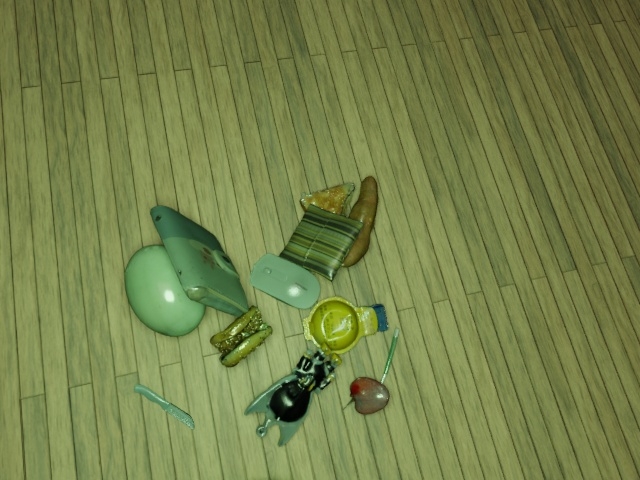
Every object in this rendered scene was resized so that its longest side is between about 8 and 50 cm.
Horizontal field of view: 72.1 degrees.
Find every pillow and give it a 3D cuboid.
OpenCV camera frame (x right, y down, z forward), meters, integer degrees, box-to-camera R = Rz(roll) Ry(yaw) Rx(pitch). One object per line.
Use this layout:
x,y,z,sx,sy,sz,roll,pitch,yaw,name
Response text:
0.000,0.000,1.373,0.208,0.052,0.212,22,74,27,pillow

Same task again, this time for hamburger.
-0.220,0.278,1.272,0.113,0.185,0.177,48,111,11,hamburger

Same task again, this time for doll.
-0.072,0.432,1.268,0.316,0.103,0.145,-45,127,-10,doll

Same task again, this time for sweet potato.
0.129,-0.049,1.448,0.095,0.106,0.355,8,64,22,sweet potato

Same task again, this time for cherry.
0.143,0.462,1.300,0.126,0.087,0.106,7,92,21,cherry

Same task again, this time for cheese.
0.080,0.258,1.365,0.270,0.069,0.177,-7,75,-12,cheese

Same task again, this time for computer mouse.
-0.109,0.127,1.376,0.231,0.079,0.128,25,68,4,computer mouse

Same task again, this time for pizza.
0.041,-0.126,1.482,0.195,0.052,0.185,-40,75,-12,pizza

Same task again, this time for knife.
-0.442,0.472,1.257,0.210,0.015,0.028,32,65,1,knife

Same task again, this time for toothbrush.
0.207,0.396,1.368,0.024,0.018,0.257,20,72,-5,toothbrush

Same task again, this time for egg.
-0.442,0.141,1.256,0.203,0.203,0.283,-30,82,-15,egg

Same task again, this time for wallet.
-0.330,0.057,1.233,0.083,0.252,0.360,-44,52,9,wallet
